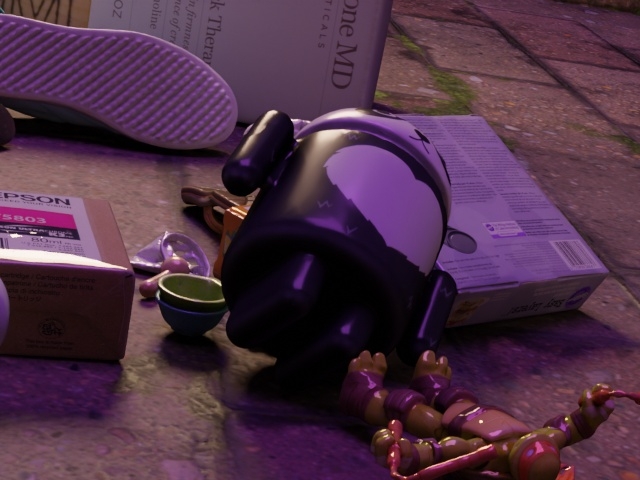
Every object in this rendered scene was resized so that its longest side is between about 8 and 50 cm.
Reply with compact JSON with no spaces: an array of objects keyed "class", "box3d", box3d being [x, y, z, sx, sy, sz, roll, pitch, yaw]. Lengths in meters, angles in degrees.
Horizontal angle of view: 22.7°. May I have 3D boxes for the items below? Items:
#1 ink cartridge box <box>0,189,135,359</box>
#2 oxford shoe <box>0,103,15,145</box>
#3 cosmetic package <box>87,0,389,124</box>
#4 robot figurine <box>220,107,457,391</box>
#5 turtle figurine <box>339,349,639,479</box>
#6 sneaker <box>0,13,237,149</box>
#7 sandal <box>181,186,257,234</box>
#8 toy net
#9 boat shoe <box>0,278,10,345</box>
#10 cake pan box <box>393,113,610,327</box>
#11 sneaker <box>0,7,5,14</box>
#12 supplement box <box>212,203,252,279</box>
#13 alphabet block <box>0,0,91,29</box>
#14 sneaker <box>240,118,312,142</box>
[{"class":"ink cartridge box","box3d":[-0.290,0.022,1.376,0.235,0.088,0.193,4,20,-17]},{"class":"oxford shoe","box3d":[-0.457,-0.144,1.831,0.212,0.076,0.076,11,-25,-33]},{"class":"cosmetic package","box3d":[-0.095,-0.360,2.256,0.394,0.329,0.327,11,17,3]},{"class":"robot figurine","box3d":[0.018,0.002,1.398,0.174,0.209,0.278,6,39,19]},{"class":"turtle figurine","box3d":[0.129,0.147,1.235,0.270,0.087,0.217,-11,19,-30]},{"class":"sneaker","box3d":[-0.286,-0.203,2.003,0.366,0.135,0.150,17,-3,-12]},{"class":"sandal","box3d":[-0.100,-0.029,1.716,0.072,0.049,0.180,7,3,-29]},{"class":"toy net","box3d":[-0.113,0.035,1.504,0.122,0.045,0.232,4,19,-19]},{"class":"boat shoe","box3d":[-0.413,0.058,1.123,0.367,0.135,0.156,7,18,-1]},{"class":"cake pan box","box3d":[0.142,-0.027,1.636,0.267,0.070,0.245,-6,52,-46]},{"class":"sneaker","box3d":[-0.513,-0.293,2.143,0.178,0.123,0.295,3,26,-9]},{"class":"supplement box","box3d":[0.000,0.000,1.625,0.080,0.078,0.233,29,26,37]},{"class":"alphabet block","box3d":[-0.405,-0.358,2.300,0.197,0.193,0.192,11,19,3]},{"class":"sneaker","box3d":[0.044,-0.074,1.853,0.292,0.110,0.118,15,9,-12]}]
